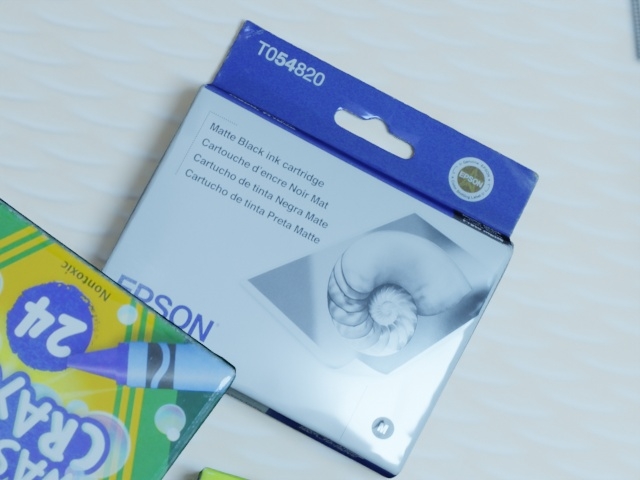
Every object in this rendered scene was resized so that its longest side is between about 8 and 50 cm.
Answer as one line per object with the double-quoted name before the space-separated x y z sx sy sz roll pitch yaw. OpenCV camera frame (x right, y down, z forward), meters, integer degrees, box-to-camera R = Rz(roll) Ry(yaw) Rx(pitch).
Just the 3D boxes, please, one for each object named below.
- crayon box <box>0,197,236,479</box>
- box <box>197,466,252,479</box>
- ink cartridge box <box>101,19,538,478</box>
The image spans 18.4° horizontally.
"crayon box" -0.222 0.147 1.129 0.203 0.083 0.323 36 86 0
"box" -0.001 0.213 1.187 0.178 0.042 0.109 16 78 -3
"ink cartridge box" 0.000 0.000 1.225 0.223 0.045 0.224 27 77 -1
